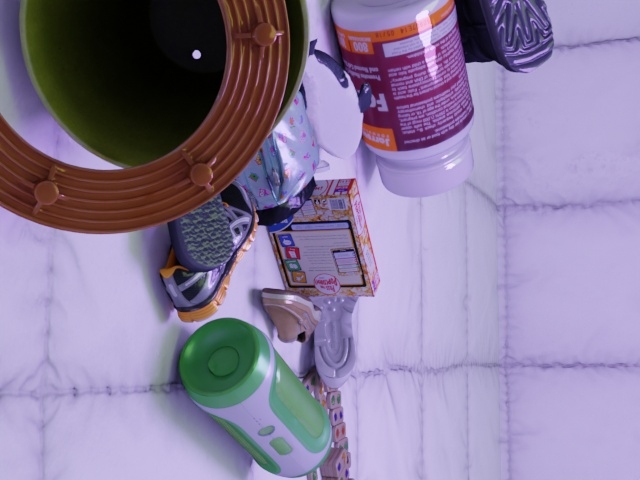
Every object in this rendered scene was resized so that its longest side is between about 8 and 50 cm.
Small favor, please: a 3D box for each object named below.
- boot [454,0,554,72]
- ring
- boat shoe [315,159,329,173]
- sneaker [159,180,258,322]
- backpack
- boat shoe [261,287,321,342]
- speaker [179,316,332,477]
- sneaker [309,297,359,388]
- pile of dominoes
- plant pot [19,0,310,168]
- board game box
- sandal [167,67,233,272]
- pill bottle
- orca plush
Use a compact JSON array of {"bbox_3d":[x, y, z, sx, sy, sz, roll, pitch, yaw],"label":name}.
[{"bbox_3d":[0.256,-0.516,2.039,0.445,0.146,0.367,-145,-139,-65],"label":"boot"},{"bbox_3d":[-0.184,-0.168,0.916,0.032,0.336,0.337,-150,-130,-67],"label":"ring"},{"bbox_3d":[-0.012,-0.131,1.755,0.100,0.035,0.035,-19,109,-62],"label":"boat shoe"},{"bbox_3d":[-0.141,-0.002,1.322,0.083,0.084,0.215,57,34,-40],"label":"sneaker"},{"bbox_3d":[-0.071,-0.129,1.474,0.152,0.115,0.182,-57,138,-54],"label":"backpack"},{"bbox_3d":[-0.044,0.121,1.604,0.190,0.068,0.072,38,64,-65],"label":"boat shoe"},{"bbox_3d":[-0.079,0.215,1.402,0.296,0.131,0.131,59,35,-53],"label":"speaker"},{"bbox_3d":[0.024,0.132,1.779,0.095,0.090,0.235,82,13,-65],"label":"sneaker"},{"bbox_3d":[0.022,0.328,1.797,0.196,0.040,0.251,-48,133,-62],"label":"pile of dominoes"},{"bbox_3d":[-0.142,-0.234,1.125,0.293,0.274,0.275,-84,167,-74],"label":"plant pot"},{"bbox_3d":[0.000,0.000,1.611,0.045,0.146,0.193,-66,148,-50],"label":"board game box"},{"bbox_3d":[-0.167,-0.085,1.269,0.097,0.054,0.255,1,76,-35],"label":"sandal"},{"bbox_3d":[0.167,-0.292,1.989,0.224,0.224,0.392,-67,148,-50],"label":"pill bottle"},{"bbox_3d":[-0.018,-0.244,1.727,0.151,0.102,0.287,-47,145,7],"label":"orca plush"}]
